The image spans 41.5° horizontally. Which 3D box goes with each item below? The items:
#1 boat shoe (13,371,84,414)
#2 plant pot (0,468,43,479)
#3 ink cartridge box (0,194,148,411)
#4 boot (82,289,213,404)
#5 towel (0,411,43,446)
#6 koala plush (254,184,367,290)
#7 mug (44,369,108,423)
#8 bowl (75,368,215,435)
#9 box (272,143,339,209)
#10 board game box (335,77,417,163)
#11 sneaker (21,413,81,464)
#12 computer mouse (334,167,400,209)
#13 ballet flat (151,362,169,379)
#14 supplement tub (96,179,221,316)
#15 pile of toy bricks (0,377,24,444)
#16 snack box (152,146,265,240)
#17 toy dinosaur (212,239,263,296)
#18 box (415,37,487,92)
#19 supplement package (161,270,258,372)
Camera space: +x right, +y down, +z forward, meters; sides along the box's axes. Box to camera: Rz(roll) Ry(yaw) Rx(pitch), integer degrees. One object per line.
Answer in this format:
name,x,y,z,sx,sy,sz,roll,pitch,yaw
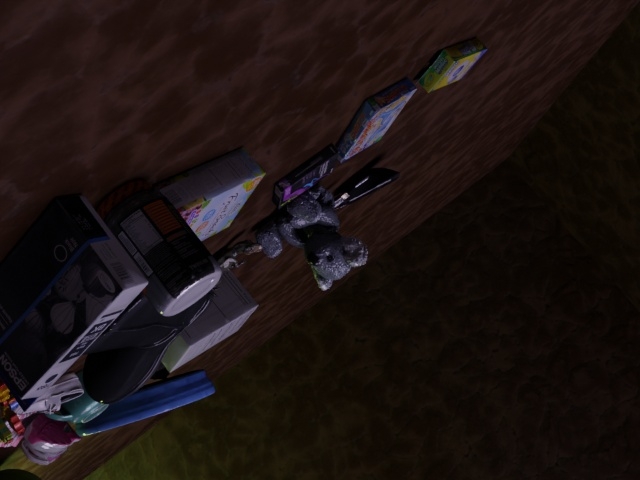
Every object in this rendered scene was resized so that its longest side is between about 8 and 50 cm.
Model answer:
boat shoe,-0.609,0.357,1.905,0.066,0.063,0.184,-43,170,23
plant pot,-0.845,0.757,2.153,0.366,0.366,0.353,-40,-178,6
ink cartridge box,-0.401,0.103,1.207,0.332,0.165,0.065,-45,169,25
boot,-0.406,0.192,1.632,0.367,0.146,0.445,-50,174,4
towel,-0.721,0.445,1.994,0.144,0.029,0.197,-40,170,2
koala plush,0.000,0.000,2.028,0.196,0.221,0.203,-41,176,32
mug,-0.582,0.389,2.046,0.157,0.097,0.129,-37,170,-17
bowl,-0.489,0.444,2.345,0.391,0.077,0.391,-17,175,-1
box,-0.033,-0.140,1.871,0.162,0.029,0.116,-38,170,-14
board game box,0.115,-0.261,1.849,0.136,0.035,0.201,-33,169,-32
sneaker,-0.665,0.492,2.040,0.111,0.103,0.252,-42,169,-10
computer mouse,0.085,-0.138,2.251,0.262,0.060,0.184,-28,176,7
ballet flat,-0.451,0.313,2.236,0.096,0.095,0.280,-23,161,-22
supplement tub,-0.246,0.009,1.275,0.117,0.190,0.117,-37,169,-8
pile of toy bricks,-0.639,0.358,1.669,0.118,0.105,0.212,-33,168,-30
snack box,-0.215,-0.056,1.455,0.207,0.070,0.174,-33,168,-42
toy dinosaur,-0.248,0.078,1.997,0.268,0.064,0.118,-37,164,2
box,0.290,-0.391,1.889,0.179,0.043,0.105,-27,164,-45
supplement package,-0.297,0.190,2.073,0.244,0.139,0.134,-28,164,-46
